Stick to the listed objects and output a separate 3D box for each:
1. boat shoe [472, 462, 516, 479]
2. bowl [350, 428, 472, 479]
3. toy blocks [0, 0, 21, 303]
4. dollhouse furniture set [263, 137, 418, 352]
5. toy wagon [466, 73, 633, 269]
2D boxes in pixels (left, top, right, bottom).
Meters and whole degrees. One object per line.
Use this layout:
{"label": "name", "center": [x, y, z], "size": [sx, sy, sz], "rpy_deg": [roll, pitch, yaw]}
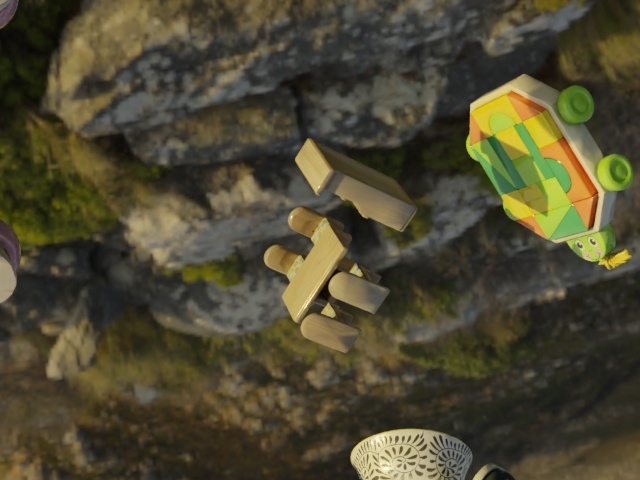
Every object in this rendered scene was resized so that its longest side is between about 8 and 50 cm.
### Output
{"label": "boat shoe", "center": [0.272, 0.443, 1.396], "size": [0.113, 0.340, 0.127], "rpy_deg": [12, -148, 44]}
{"label": "bowl", "center": [0.126, 0.335, 1.473], "size": [0.170, 0.080, 0.170], "rpy_deg": [2, 141, 1]}
{"label": "toy blocks", "center": [-0.402, -0.100, 0.859], "size": [0.309, 0.288, 0.260], "rpy_deg": [-1, -170, -20]}
{"label": "dollhouse furniture set", "center": [0.000, 0.000, 1.569], "size": [0.161, 0.212, 0.242], "rpy_deg": [23, 109, -29]}
{"label": "toy wagon", "center": [0.370, -0.093, 1.676], "size": [0.068, 0.344, 0.267], "rpy_deg": [-35, -174, -26]}
